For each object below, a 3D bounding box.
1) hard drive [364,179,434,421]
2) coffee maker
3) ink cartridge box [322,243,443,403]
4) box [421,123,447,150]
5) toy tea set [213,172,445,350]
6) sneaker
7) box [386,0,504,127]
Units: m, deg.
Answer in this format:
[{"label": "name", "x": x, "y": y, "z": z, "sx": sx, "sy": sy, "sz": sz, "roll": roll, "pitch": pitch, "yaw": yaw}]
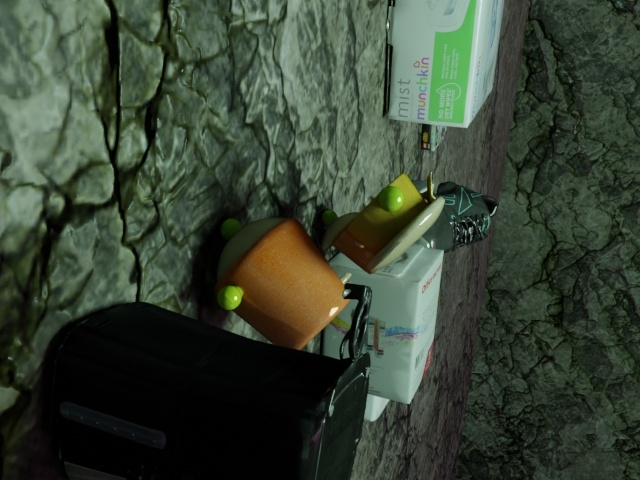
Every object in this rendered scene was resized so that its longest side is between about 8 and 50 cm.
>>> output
[{"label": "hard drive", "x": 0.123, "y": 0.089, "z": 1.140, "sx": 0.233, "sy": 0.047, "sz": 0.353, "roll": -29, "pitch": 127, "yaw": -65}, {"label": "coffee maker", "x": -0.065, "y": 0.097, "z": 0.439, "sx": 0.120, "sy": 0.178, "sz": 0.171, "roll": 44, "pitch": 61, "yaw": -69}, {"label": "ink cartridge box", "x": 0.083, "y": 0.100, "z": 0.917, "sx": 0.128, "sy": 0.127, "sz": 0.176, "roll": -37, "pitch": 134, "yaw": -61}, {"label": "box", "x": 0.210, "y": -0.242, "z": 1.234, "sx": 0.094, "sy": 0.027, "sz": 0.137, "roll": -48, "pitch": 143, "yaw": -53}, {"label": "toy tea set", "x": 0.000, "y": 0.000, "z": 0.677, "sx": 0.200, "sy": 0.124, "sz": 0.336, "roll": -43, "pitch": 176, "yaw": -1}, {"label": "sneaker", "x": 0.222, "y": -0.035, "z": 1.125, "sx": 0.267, "sy": 0.106, "sz": 0.101, "roll": -43, "pitch": 141, "yaw": -56}, {"label": "box", "x": 0.187, "y": -0.325, "z": 0.994, "sx": 0.231, "sy": 0.126, "sz": 0.262, "roll": -49, "pitch": 145, "yaw": -58}]
